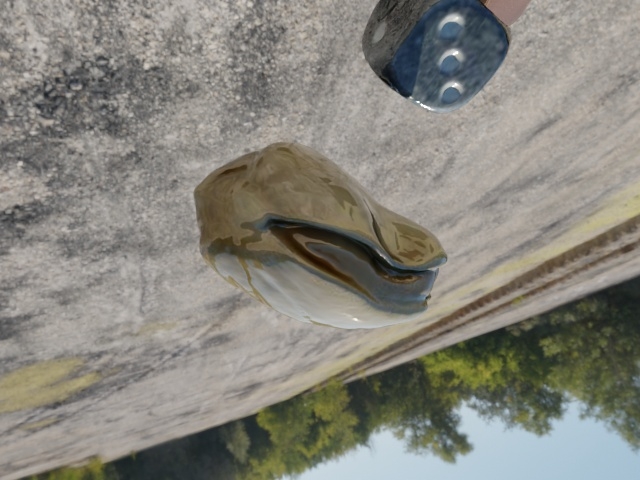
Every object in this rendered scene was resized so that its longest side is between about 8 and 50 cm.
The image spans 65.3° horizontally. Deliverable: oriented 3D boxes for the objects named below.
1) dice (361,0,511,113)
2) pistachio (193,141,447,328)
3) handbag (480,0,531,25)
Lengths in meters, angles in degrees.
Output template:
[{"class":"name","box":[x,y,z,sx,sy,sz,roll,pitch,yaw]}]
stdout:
[{"class":"dice","box":[0.189,-0.339,0.839,0.182,0.181,0.183,23,124,-28]},{"class":"pistachio","box":[0.000,0.000,0.846,0.446,0.281,0.365,20,-176,-12]},{"class":"handbag","box":[0.364,-0.501,0.967,0.151,0.072,0.193,-18,156,-26]}]
